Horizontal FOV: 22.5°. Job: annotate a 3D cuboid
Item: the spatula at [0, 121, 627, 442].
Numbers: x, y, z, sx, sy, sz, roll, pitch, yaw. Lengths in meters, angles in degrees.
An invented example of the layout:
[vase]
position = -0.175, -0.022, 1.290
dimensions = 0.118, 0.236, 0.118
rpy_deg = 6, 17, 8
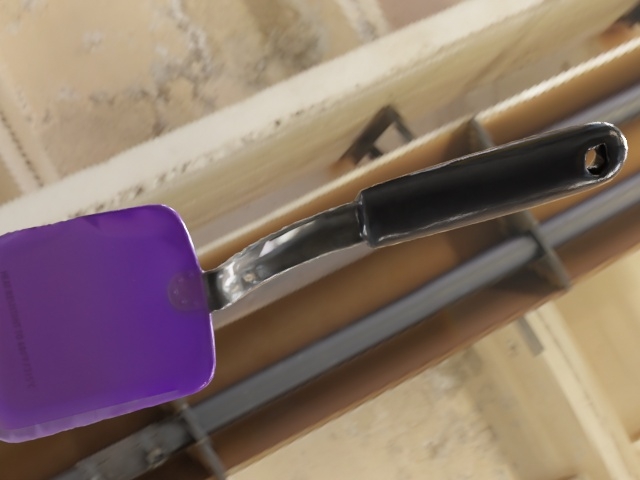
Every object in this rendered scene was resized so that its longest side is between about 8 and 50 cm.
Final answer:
[spatula]
position = 0.000, 0.000, 0.650
dimensions = 0.296, 0.030, 0.084
rpy_deg = -19, -69, -22
